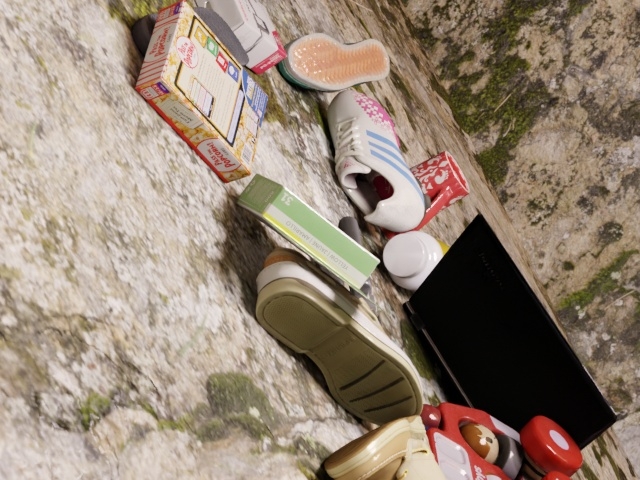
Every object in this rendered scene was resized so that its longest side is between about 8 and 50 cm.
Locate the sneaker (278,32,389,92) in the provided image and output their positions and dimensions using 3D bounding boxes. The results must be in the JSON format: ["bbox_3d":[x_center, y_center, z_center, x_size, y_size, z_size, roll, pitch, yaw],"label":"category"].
[{"bbox_3d":[0.003,-0.320,2.219,0.302,0.121,0.108,-9,88,-53],"label":"sneaker"}]

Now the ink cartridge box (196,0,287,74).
[{"bbox_3d":[-0.128,-0.347,1.906,0.150,0.063,0.109,28,36,-62],"label":"ink cartridge box"}]

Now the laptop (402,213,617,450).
[{"bbox_3d":[0.341,0.202,1.984,0.382,0.236,0.408,60,18,22],"label":"laptop"}]

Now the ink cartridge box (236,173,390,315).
[{"bbox_3d":[0.000,0.000,1.481,0.171,0.056,0.235,37,-3,-22],"label":"ink cartridge box"}]

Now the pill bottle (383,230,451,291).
[{"bbox_3d":[0.175,0.040,2.082,0.184,0.103,0.103,24,39,-64],"label":"pill bottle"}]

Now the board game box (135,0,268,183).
[{"bbox_3d":[-0.148,-0.191,1.533,0.193,0.045,0.147,48,38,-38],"label":"board game box"}]

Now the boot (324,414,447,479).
[{"bbox_3d":[0.105,0.319,1.414,0.203,0.095,0.262,65,14,11],"label":"boot"}]

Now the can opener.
[{"bbox_3d":[0.037,0.083,1.690,0.283,0.076,0.095,-100,-173,-51],"label":"can opener"}]

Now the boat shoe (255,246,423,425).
[{"bbox_3d":[0.034,0.120,1.499,0.302,0.113,0.103,48,25,-33],"label":"boat shoe"}]

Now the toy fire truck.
[{"bbox_3d":[0.239,0.338,1.696,0.254,0.169,0.302,34,24,-19],"label":"toy fire truck"}]

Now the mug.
[{"bbox_3d":[0.188,-0.072,2.195,0.113,0.169,0.150,39,26,-53],"label":"mug"}]

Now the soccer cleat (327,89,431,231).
[{"bbox_3d":[0.075,-0.154,2.108,0.143,0.116,0.331,5,44,-41],"label":"soccer cleat"}]

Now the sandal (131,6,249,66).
[{"bbox_3d":[-0.185,-0.271,1.637,0.254,0.054,0.097,-11,71,-62],"label":"sandal"}]
